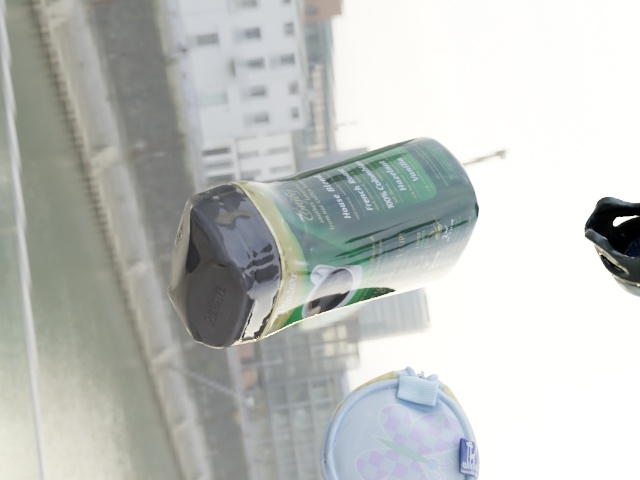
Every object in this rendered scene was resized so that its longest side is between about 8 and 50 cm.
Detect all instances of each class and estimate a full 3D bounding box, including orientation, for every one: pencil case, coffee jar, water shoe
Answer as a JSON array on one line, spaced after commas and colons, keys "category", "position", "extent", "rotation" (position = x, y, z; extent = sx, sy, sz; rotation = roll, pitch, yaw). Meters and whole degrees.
[{"category": "pencil case", "position": [0.065, 0.191, 0.971], "extent": [0.273, 0.113, 0.124], "rotation": [78, 12, -67]}, {"category": "coffee jar", "position": [0.000, 0.000, 0.735], "extent": [0.079, 0.184, 0.096], "rotation": [55, -36, 28]}, {"category": "water shoe", "position": [0.259, 0.004, 0.788], "extent": [0.203, 0.080, 0.073], "rotation": [-7, -127, 50]}]
